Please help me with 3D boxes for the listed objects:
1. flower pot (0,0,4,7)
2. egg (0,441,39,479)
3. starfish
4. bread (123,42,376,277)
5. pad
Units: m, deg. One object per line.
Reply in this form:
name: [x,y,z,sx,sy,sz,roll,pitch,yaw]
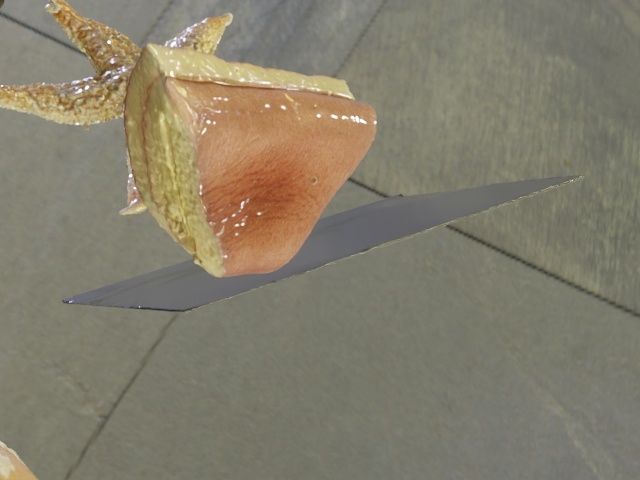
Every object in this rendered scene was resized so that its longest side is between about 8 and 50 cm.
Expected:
flower pot: [-0.271,-0.226,0.724,0.179,0.251,0.084,46,62,-1]
egg: [-0.336,0.275,0.975,0.203,0.245,0.203,-36,27,22]
starfish: [-0.179,-0.132,0.965,0.231,0.048,0.295,13,50,-2]
bread: [-0.046,-0.042,0.600,0.067,0.192,0.119,24,102,30]
pad: [0.000,0.000,0.880,0.368,0.248,0.007,-19,99,-31]
